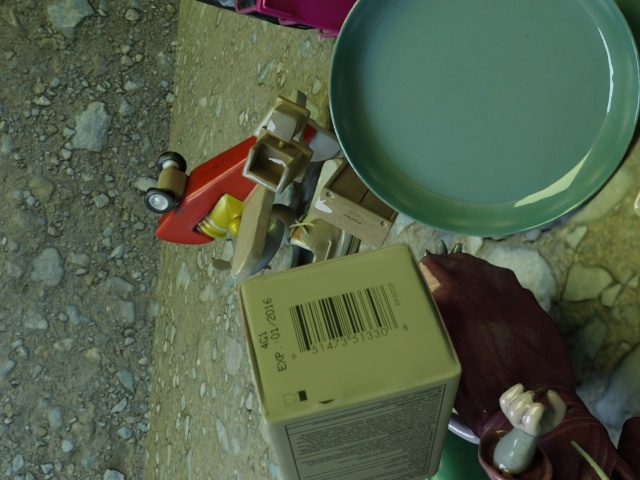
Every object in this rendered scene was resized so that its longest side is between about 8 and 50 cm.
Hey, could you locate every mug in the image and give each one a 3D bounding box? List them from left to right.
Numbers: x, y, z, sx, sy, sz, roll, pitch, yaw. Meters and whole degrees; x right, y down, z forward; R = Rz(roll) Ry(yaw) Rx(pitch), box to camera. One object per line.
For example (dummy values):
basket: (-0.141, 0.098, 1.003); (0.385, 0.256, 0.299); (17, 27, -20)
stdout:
mug: (0.148, 0.297, 0.789); (0.129, 0.098, 0.157); (-54, 38, 45)

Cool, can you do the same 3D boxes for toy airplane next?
toy airplane: (-0.118, -0.106, 1.306); (0.386, 0.272, 0.384); (-50, 34, -15)

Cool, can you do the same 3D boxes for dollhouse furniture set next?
dollhouse furniture set: (0.104, -0.191, 0.840); (0.173, 0.303, 0.355); (-56, -9, -54)

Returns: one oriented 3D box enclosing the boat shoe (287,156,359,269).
boat shoe: (0.000, 0.000, 1.156); (0.113, 0.104, 0.302); (5, 88, 64)

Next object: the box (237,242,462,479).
box: (0.024, 0.130, 0.586); (0.232, 0.149, 0.126); (85, 170, -53)

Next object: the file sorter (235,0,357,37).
file sorter: (0.044, -0.392, 0.956); (0.182, 0.291, 0.202); (-144, 64, -64)

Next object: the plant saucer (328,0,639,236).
plant saucer: (0.164, -0.152, 0.706); (0.317, 0.318, 0.043); (-63, -4, 36)

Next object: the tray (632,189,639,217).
tray: (0.366, -0.110, 0.523); (0.145, 0.030, 0.270); (53, 131, 54)

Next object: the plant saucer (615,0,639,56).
plant saucer: (0.312, -0.250, 0.658); (0.195, 0.038, 0.194); (-23, 64, 61)

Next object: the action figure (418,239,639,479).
action figure: (0.180, 0.172, 0.590); (0.370, 0.248, 0.275); (-113, 38, -50)

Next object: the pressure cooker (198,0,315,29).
pressure cooker: (-0.073, -0.615, 1.154); (0.375, 0.370, 0.420); (50, 132, 52)
